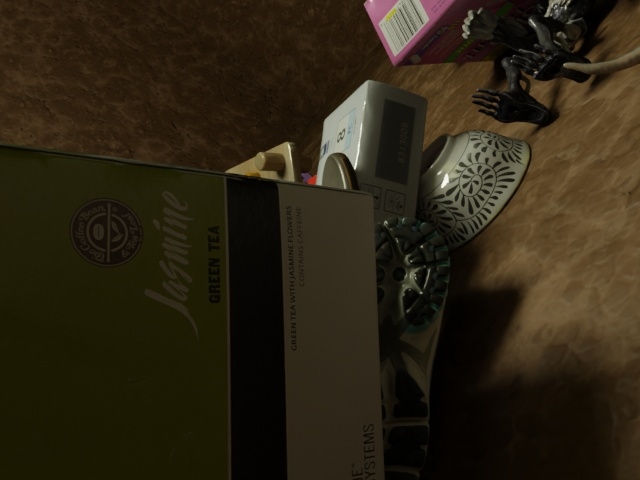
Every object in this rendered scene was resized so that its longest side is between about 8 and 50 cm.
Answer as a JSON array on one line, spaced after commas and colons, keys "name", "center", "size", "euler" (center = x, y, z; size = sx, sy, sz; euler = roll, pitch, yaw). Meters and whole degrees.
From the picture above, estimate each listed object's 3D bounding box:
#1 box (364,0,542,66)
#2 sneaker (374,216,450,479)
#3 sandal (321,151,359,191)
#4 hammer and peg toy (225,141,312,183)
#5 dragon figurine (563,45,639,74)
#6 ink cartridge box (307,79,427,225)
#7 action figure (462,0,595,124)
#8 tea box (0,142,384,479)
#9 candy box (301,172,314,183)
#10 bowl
[{"name": "box", "center": [0.231, -0.372, 0.897], "size": [0.243, 0.117, 0.213], "euler": [-15, -14, -36]}, {"name": "sneaker", "center": [0.060, 0.128, 0.548], "size": [0.122, 0.110, 0.282], "euler": [51, -123, -67]}, {"name": "sandal", "center": [-0.010, 0.013, 0.635], "size": [0.090, 0.060, 0.219], "euler": [-153, 77, -68]}, {"name": "hammer and peg toy", "center": [-0.105, 0.001, 1.256], "size": [0.266, 0.127, 0.361], "euler": [-16, 79, 49]}, {"name": "dragon figurine", "center": [0.320, -0.230, 0.509], "size": [0.289, 0.085, 0.144], "euler": [-47, 11, 11]}, {"name": "ink cartridge box", "center": [0.000, 0.000, 0.834], "size": [0.385, 0.091, 0.308], "euler": [158, 122, -65]}, {"name": "action figure", "center": [0.265, -0.274, 0.735], "size": [0.164, 0.141, 0.275], "euler": [-53, 9, 54]}, {"name": "tea box", "center": [-0.147, 0.132, 0.388], "size": [0.220, 0.324, 0.328], "euler": [-17, 71, 55]}, {"name": "candy box", "center": [-0.071, -0.106, 1.494], "size": [0.070, 0.165, 0.196], "euler": [-49, 13, 31]}, {"name": "bowl", "center": [0.159, -0.075, 0.727], "size": [0.170, 0.080, 0.170], "euler": [-51, 13, 17]}]
